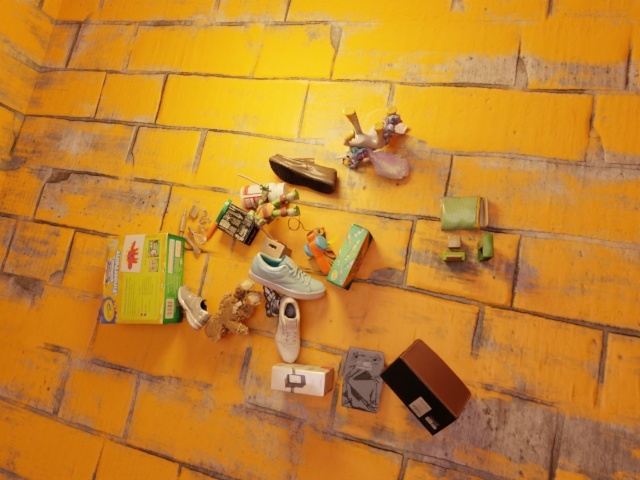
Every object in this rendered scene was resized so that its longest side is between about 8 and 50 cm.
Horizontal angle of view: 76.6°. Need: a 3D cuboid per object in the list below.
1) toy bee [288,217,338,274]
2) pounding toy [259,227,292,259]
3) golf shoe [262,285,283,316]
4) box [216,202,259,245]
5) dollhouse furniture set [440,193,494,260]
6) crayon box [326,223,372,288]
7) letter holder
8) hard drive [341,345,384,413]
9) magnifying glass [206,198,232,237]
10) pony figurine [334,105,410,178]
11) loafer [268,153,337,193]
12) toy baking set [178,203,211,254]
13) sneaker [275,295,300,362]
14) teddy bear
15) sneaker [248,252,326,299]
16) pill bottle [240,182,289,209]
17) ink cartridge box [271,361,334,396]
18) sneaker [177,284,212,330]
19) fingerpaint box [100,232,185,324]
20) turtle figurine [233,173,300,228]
[{"bbox_3d":[0.000,0.000,1.883,0.195,0.162,0.298,-8,107,31],"label":"toy bee"},{"bbox_3d":[-0.223,0.025,1.938,0.141,0.130,0.100,26,86,18],"label":"pounding toy"},{"bbox_3d":[-0.225,0.264,1.930,0.094,0.077,0.198,-9,79,-3],"label":"golf shoe"},{"bbox_3d":[-0.403,-0.080,2.034,0.180,0.077,0.147,27,87,18],"label":"box"},{"bbox_3d":[0.616,-0.066,1.724,0.198,0.151,0.301,0,79,15],"label":"dollhouse furniture set"},{"bbox_3d":[0.135,0.077,1.815,0.081,0.165,0.278,24,86,18],"label":"crayon box"},{"bbox_3d":[0.433,0.584,1.659,0.302,0.214,0.152,47,125,17],"label":"letter holder"},{"bbox_3d":[0.186,0.599,1.755,0.172,0.054,0.254,6,80,16],"label":"hard drive"},{"bbox_3d":[-0.521,-0.115,2.078,0.026,0.092,0.231,30,100,-9],"label":"magnifying glass"},{"bbox_3d":[0.247,-0.451,1.834,0.351,0.363,0.302,-3,70,-2],"label":"pony figurine"},{"bbox_3d":[-0.079,-0.342,1.992,0.366,0.134,0.130,23,62,8],"label":"loafer"},{"bbox_3d":[-0.661,-0.061,2.104,0.197,0.030,0.256,11,88,28],"label":"toy baking set"},{"bbox_3d":[-0.147,0.400,1.820,0.114,0.152,0.305,-2,86,-7],"label":"sneaker"},{"bbox_3d":[-0.403,0.340,1.929,0.245,0.113,0.338,25,85,28],"label":"teddy bear"},{"bbox_3d":[-0.139,0.154,1.827,0.366,0.135,0.150,16,120,-6],"label":"sneaker"},{"bbox_3d":[-0.274,-0.222,2.006,0.221,0.121,0.121,-5,78,13],"label":"pill bottle"},{"bbox_3d":[-0.076,0.599,1.762,0.237,0.172,0.100,2,81,15],"label":"ink cartridge box"},{"bbox_3d":[-0.605,0.312,1.979,0.115,0.105,0.281,-37,52,-5],"label":"sneaker"},{"bbox_3d":[-0.895,0.199,2.058,0.371,0.163,0.444,-4,80,16],"label":"fingerpaint box"},{"bbox_3d":[-0.241,-0.168,1.847,0.266,0.197,0.274,-11,121,13],"label":"turtle figurine"}]
